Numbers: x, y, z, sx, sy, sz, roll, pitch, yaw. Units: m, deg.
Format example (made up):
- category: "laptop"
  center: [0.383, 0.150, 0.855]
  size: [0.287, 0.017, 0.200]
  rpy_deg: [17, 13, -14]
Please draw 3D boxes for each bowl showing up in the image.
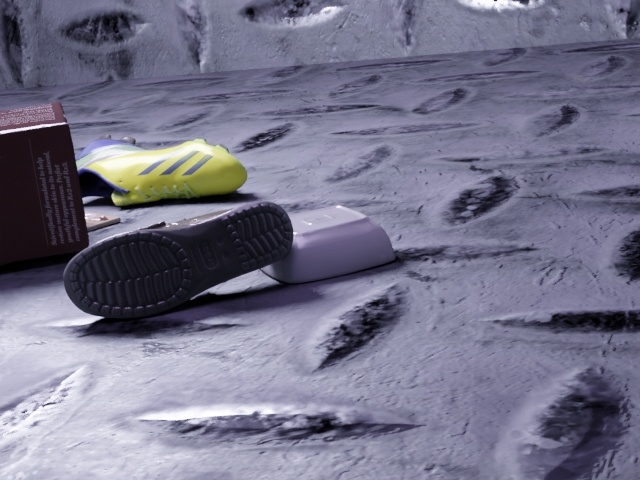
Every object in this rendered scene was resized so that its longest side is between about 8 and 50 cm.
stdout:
- category: "bowl"
  center: [0.000, 0.000, 1.648]
  size: [0.142, 0.053, 0.142]
  rpy_deg: [-14, 15, -18]

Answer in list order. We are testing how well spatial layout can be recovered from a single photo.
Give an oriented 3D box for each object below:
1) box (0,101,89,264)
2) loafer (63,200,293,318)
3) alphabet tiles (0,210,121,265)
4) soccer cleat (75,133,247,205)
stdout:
- category: "box"
  center: [-0.398, -0.074, 1.866]
  size: [0.167, 0.168, 0.203]
  rpy_deg: [-10, 15, -11]
- category: "loafer"
  center: [-0.154, 0.023, 1.576]
  size: [0.251, 0.094, 0.087]
  rpy_deg: [-14, 2, -12]
- category: "alphabet tiles"
  center: [-0.399, -0.005, 1.960]
  size: [0.237, 0.009, 0.198]
  rpy_deg: [-20, 19, -39]
- category: "soccer cleat"
  center: [-0.236, -0.086, 2.089]
  size: [0.289, 0.093, 0.121]
  rpy_deg: [6, 49, 30]
